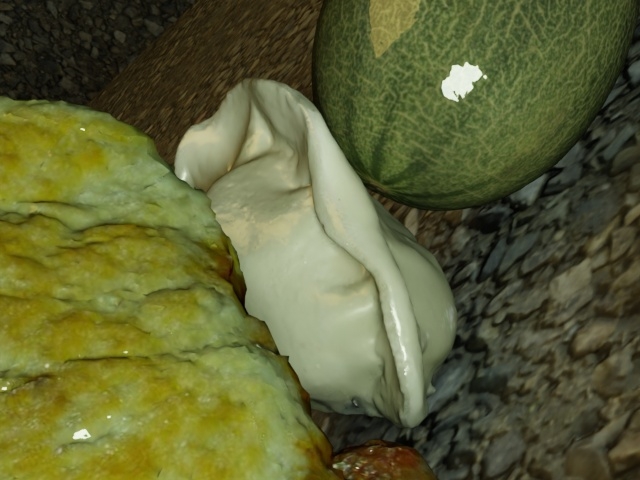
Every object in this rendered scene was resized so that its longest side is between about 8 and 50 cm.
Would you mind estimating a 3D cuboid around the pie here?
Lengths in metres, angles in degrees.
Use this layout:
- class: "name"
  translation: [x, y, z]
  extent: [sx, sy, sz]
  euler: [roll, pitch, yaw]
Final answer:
- class: "pie"
  translation: [-0.187, 0.109, 0.763]
  extent: [0.395, 0.418, 0.180]
  euler: [-31, -22, -35]

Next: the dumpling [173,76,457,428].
- class: "dumpling"
  translation: [0.000, 0.000, 0.991]
  extent: [0.187, 0.242, 0.318]
  euler: [-13, 20, -34]

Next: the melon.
- class: "melon"
  translation: [0.117, -0.162, 1.054]
  extent: [0.301, 0.237, 0.237]
  euler: [-59, 20, -20]
